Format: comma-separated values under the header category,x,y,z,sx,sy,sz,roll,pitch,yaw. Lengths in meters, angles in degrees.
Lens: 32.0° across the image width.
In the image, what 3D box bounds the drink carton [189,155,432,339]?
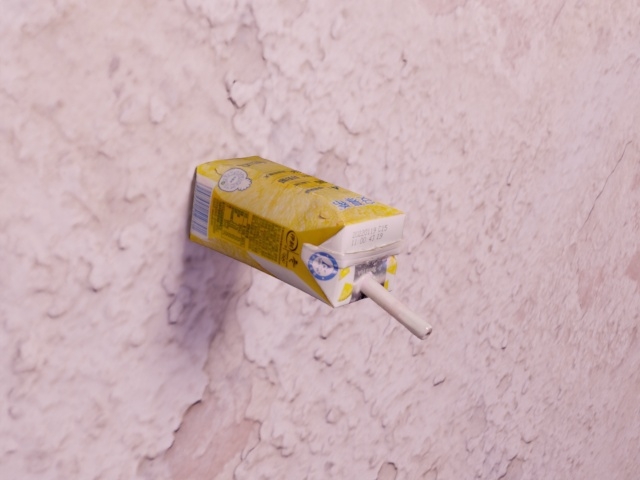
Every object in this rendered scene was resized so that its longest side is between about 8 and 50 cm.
category,x,y,z,sx,sy,sz,roll,pitch,yaw
drink carton,0.000,0.000,0.766,0.084,0.200,0.074,-10,115,-48
